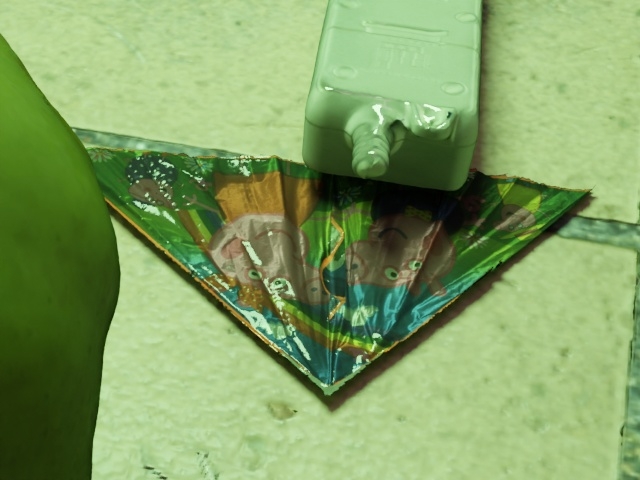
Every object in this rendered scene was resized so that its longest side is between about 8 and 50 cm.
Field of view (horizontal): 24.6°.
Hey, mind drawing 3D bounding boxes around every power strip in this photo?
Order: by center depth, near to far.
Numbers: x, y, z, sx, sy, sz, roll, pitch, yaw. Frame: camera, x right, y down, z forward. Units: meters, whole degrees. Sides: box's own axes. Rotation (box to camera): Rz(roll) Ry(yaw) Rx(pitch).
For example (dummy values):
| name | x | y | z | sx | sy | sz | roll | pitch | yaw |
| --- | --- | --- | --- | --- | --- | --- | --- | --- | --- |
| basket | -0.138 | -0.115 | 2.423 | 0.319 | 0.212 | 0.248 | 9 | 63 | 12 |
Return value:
| name | x | y | z | sx | sy | sz | roll | pitch | yaw |
| --- | --- | --- | --- | --- | --- | --- | --- | --- | --- |
| power strip | 0.050 | -0.132 | 0.905 | 0.098 | 0.058 | 0.338 | 9 | 38 | 1 |

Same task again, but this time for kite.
| name | x | y | z | sx | sy | sz | roll | pitch | yaw |
| --- | --- | --- | --- | --- | --- | --- | --- | --- | --- |
| kite | 0.000 | 0.000 | 0.808 | 0.321 | 0.016 | 0.234 | 3 | 44 | -1 |

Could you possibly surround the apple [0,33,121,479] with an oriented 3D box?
| name | x | y | z | sx | sy | sz | roll | pitch | yaw |
| --- | --- | --- | --- | --- | --- | --- | --- | --- | --- |
| apple | -0.245 | 0.042 | 0.504 | 0.357 | 0.357 | 0.357 | 3 | 43 | -3 |
